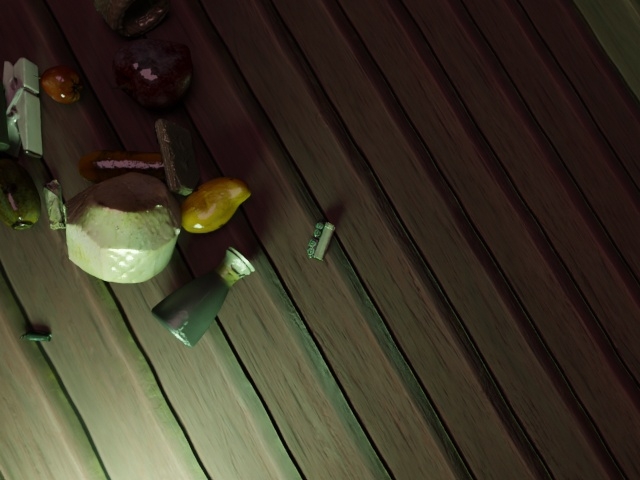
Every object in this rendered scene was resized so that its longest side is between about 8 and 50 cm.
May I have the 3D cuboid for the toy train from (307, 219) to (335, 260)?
[{"bbox_3d":[0.000,0.000,1.500,0.071,0.038,0.148,22,78,-5],"label":"toy train"}]

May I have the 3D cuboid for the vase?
[{"bbox_3d":[-0.362,0.171,1.356,0.173,0.173,0.321,44,70,0],"label":"vase"}]

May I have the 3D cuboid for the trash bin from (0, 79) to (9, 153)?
[{"bbox_3d":[-1.076,-0.378,1.307,0.164,0.122,0.240,-22,78,21],"label":"trash bin"}]

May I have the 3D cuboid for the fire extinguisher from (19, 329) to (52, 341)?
[{"bbox_3d":[-0.884,0.295,1.310,0.083,0.025,0.038,7,42,-8],"label":"fire extinguisher"}]

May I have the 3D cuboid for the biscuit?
[{"bbox_3d":[-0.469,-0.271,1.406,0.052,0.150,0.252,-18,79,18],"label":"biscuit"}]

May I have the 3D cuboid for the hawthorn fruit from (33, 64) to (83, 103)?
[{"bbox_3d":[-0.868,-0.517,1.408,0.140,0.125,0.125,-19,84,0],"label":"hawthorn fruit"}]

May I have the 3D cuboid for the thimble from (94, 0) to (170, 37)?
[{"bbox_3d":[-0.653,-0.838,1.463,0.229,0.196,0.148,-40,85,16],"label":"thimble"}]

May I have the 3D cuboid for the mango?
[{"bbox_3d":[-0.359,-0.122,1.428,0.262,0.109,0.157,-33,74,-14],"label":"mango"}]

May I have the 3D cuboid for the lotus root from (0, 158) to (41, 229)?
[{"bbox_3d":[-0.966,-0.145,1.324,0.124,0.123,0.241,-25,88,17],"label":"lotus root"}]

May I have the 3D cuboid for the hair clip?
[{"bbox_3d":[-0.986,-0.430,1.383,0.101,0.085,0.331,-5,85,10],"label":"hair clip"}]

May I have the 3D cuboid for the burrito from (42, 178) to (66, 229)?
[{"bbox_3d":[-0.869,-0.118,1.376,0.051,0.042,0.171,-15,86,-8],"label":"burrito"}]

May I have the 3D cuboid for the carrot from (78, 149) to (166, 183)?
[{"bbox_3d":[-0.630,-0.244,1.401,0.302,0.114,0.114,-3,81,-11],"label":"carrot"}]

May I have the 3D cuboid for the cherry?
[{"bbox_3d":[-0.556,-0.564,1.423,0.230,0.203,0.300,43,68,7],"label":"cherry"}]

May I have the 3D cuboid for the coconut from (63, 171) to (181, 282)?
[{"bbox_3d":[-0.592,-0.035,1.276,0.352,0.352,0.352,2,80,-9],"label":"coconut"}]
